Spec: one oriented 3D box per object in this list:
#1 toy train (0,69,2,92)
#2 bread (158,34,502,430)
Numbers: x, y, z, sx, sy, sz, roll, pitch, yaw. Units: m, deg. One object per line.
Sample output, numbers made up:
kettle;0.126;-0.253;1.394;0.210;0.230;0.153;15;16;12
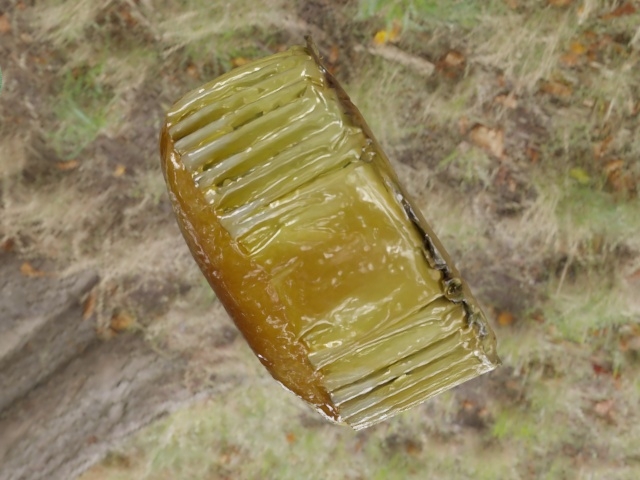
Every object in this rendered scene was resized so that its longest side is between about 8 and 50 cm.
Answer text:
toy train;-0.342;-0.120;0.849;0.101;0.159;0.248;4;159;13
bread;0.000;0.000;0.538;0.114;0.132;0.190;-27;99;6
